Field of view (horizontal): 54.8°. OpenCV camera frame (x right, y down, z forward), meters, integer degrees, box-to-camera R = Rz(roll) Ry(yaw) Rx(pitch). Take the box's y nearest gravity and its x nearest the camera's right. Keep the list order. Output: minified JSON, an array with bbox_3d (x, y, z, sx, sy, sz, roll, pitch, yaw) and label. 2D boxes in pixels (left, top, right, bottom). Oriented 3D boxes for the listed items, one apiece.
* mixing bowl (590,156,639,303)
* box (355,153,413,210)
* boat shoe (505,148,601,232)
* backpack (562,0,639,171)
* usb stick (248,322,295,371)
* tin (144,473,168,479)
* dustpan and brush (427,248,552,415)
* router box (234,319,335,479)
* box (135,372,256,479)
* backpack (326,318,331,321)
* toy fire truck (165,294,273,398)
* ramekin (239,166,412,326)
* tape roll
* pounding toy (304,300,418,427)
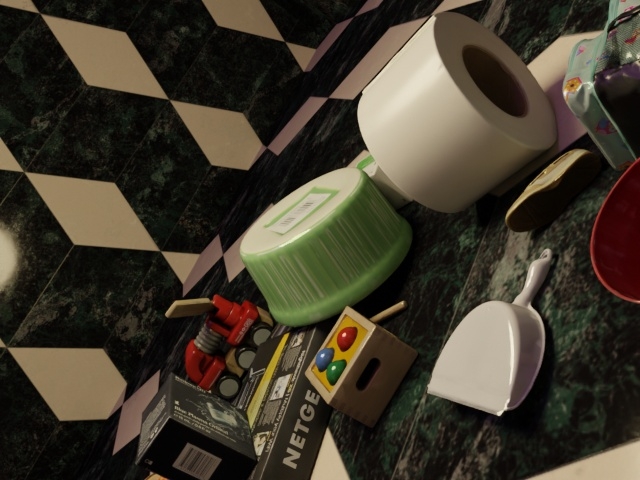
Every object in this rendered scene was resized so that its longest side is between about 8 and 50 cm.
[{"bbox_3d":[0.328,-0.005,0.498,0.181,0.098,0.181,-50,18,23],"label":"mixing bowl"},{"bbox_3d":[0.126,-0.117,1.224,0.101,0.102,0.087,-30,34,53],"label":"box"},{"bbox_3d":[0.292,-0.064,0.787,0.135,0.050,0.045,-40,19,17],"label":"boat shoe"},{"bbox_3d":[0.345,-0.172,0.629,0.144,0.166,0.188,-8,49,55],"label":"backpack"},{"bbox_3d":[-0.067,0.181,1.320,0.278,0.045,0.077,-57,11,0],"label":"usb stick"},{"bbox_3d":[-0.281,0.481,1.137,0.190,0.040,0.106,-17,43,39],"label":"tin"},{"bbox_3d":[0.216,0.096,0.713,0.147,0.060,0.211,-6,60,66],"label":"dustpan and brush"},{"bbox_3d":[-0.078,0.305,1.073,0.243,0.081,0.308,-33,30,53],"label":"router box"},{"bbox_3d":[-0.198,0.311,0.983,0.093,0.156,0.158,-56,18,3],"label":"box"},{"bbox_3d":[-0.022,0.130,1.223,0.105,0.084,0.114,-55,14,-4],"label":"backpack"},{"bbox_3d":[-0.254,0.221,1.410,0.217,0.246,0.158,-56,17,4],"label":"toy fire truck"},{"bbox_3d":[0.000,0.000,1.119,0.304,0.148,0.303,-31,19,12],"label":"ramekin"},{"bbox_3d":[0.200,-0.185,0.911,0.169,0.246,0.246,-42,23,42],"label":"tape roll"},{"bbox_3d":[0.056,0.153,0.956,0.181,0.094,0.206,-58,18,-3],"label":"pounding toy"}]
